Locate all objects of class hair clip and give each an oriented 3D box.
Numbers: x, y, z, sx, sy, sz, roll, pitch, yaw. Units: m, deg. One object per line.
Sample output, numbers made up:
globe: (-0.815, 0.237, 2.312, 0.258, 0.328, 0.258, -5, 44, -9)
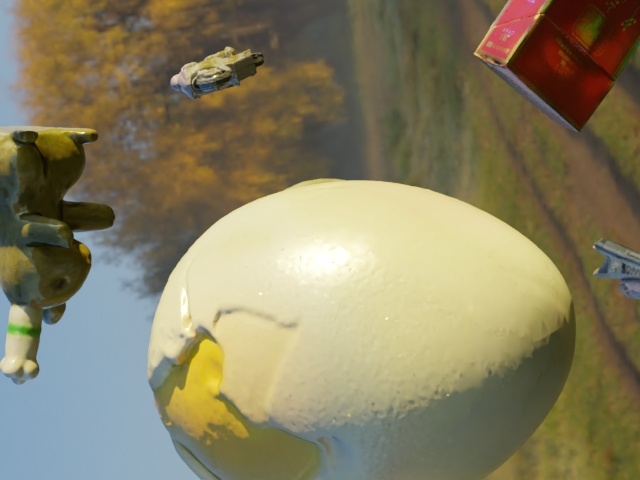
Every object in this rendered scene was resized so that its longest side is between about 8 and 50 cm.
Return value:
hair clip: (0.524, 0.047, 1.769, 0.292, 0.106, 0.084, 15, 136, 63)

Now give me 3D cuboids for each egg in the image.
egg: (0.037, 0.089, 0.957, 0.283, 0.345, 0.283, -6, -90, -70)

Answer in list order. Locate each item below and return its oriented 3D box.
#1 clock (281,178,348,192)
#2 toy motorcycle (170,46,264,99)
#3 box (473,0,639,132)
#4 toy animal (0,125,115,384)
clock: (0.000, 0.000, 1.916, 0.029, 0.235, 0.235, -110, 8, -53)
toy motorcycle: (-0.205, -0.314, 2.194, 0.225, 0.152, 0.073, -47, -54, -61)
box: (0.391, -0.343, 1.704, 0.197, 0.313, 0.089, 32, -177, -38)
toy animal: (-0.387, 0.005, 1.642, 0.181, 0.180, 0.363, -33, -69, -70)
